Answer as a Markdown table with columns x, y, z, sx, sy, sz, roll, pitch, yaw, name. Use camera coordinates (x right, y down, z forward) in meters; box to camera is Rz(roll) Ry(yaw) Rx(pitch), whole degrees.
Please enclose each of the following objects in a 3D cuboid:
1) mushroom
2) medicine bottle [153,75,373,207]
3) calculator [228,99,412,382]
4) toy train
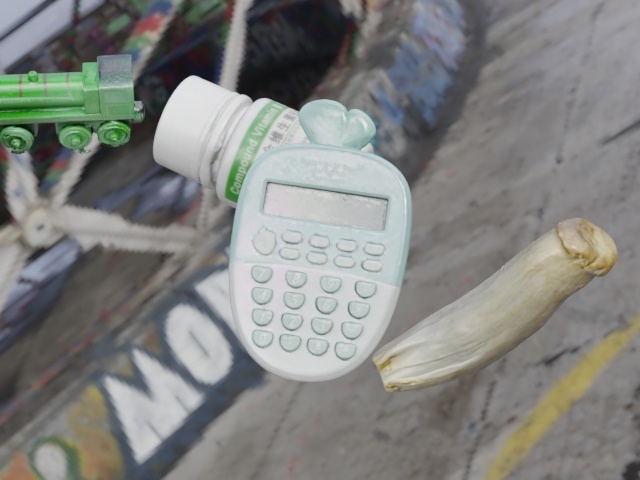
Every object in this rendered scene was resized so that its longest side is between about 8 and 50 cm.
| x | y | z | sx | sy | sz | roll | pitch | yaw | name |
| --- | --- | --- | --- | --- | --- | --- | --- | --- | --- |
| 0.220 | 0.089 | 1.799 | 0.351 | 0.123 | 0.095 | -37 | 52 | 18 | mushroom |
| -0.067 | -0.098 | 1.645 | 0.139 | 0.237 | 0.139 | -60 | -11 | -21 | medicine bottle |
| 0.000 | 0.000 | 1.452 | 0.042 | 0.184 | 0.295 | 78 | -159 | -81 | calculator |
| -0.348 | -0.173 | 1.763 | 0.251 | 0.119 | 0.085 | -3 | 55 | -8 | toy train |
